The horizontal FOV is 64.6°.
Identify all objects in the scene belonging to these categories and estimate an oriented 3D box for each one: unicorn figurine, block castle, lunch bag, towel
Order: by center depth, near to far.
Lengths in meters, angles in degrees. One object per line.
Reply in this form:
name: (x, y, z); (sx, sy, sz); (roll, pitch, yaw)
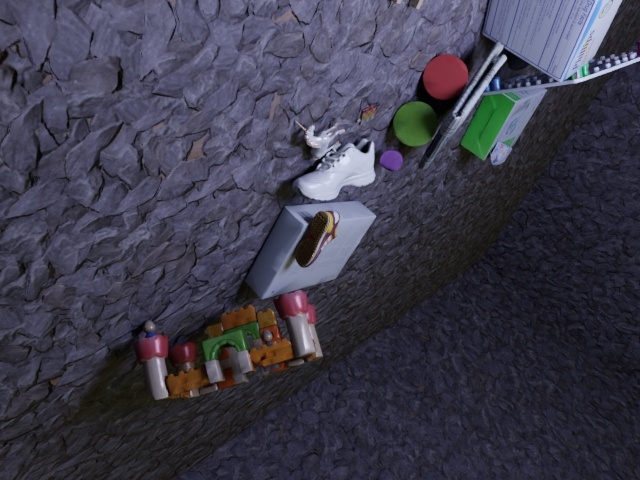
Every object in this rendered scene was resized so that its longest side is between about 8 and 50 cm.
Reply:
unicorn figurine: (0.002, -0.245, 1.235); (0.111, 0.060, 0.162); (-37, 155, -20)
block castle: (-0.229, 0.269, 1.367); (0.453, 0.212, 0.303); (-18, 163, 1)
towel: (0.424, -0.390, 1.514); (0.324, 0.056, 0.312); (-56, 175, -20)
lunch bag: (0.672, -0.324, 1.905); (0.071, 0.053, 0.083); (-7, 126, -56)

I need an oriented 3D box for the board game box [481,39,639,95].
board game box: (0.791, -0.557, 1.631); (0.390, 0.390, 0.050); (-22, 108, -21)

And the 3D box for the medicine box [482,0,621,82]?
medicine box: (0.603, -0.618, 1.332); (0.149, 0.289, 0.263); (-39, 156, -14)

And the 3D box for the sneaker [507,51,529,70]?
sneaker: (0.646, -0.673, 1.574); (0.130, 0.109, 0.286); (-16, 134, -38)

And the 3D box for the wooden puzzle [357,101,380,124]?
wooden puzzle: (0.127, -0.338, 1.357); (0.083, 0.006, 0.049); (-33, 153, -27)

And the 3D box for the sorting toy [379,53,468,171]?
sorting toy: (0.298, -0.368, 1.498); (0.365, 0.127, 0.126); (-58, 176, 21)

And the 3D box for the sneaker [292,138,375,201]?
sneaker: (0.037, -0.194, 1.356); (0.297, 0.111, 0.129); (-29, 136, -41)

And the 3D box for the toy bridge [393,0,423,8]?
toy bridge: (0.173, -0.541, 1.083); (0.188, 0.026, 0.063); (-18, 143, -47)

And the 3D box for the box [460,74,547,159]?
box: (0.689, -0.468, 1.922); (0.231, 0.127, 0.262); (-25, 149, -35)

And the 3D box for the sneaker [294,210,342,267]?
sneaker: (0.000, 0.000, 1.384); (0.084, 0.069, 0.185); (-4, 134, -48)

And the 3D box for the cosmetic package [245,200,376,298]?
cosmetic package: (-0.022, 0.020, 1.573); (0.377, 0.097, 0.284); (-9, 135, -53)
